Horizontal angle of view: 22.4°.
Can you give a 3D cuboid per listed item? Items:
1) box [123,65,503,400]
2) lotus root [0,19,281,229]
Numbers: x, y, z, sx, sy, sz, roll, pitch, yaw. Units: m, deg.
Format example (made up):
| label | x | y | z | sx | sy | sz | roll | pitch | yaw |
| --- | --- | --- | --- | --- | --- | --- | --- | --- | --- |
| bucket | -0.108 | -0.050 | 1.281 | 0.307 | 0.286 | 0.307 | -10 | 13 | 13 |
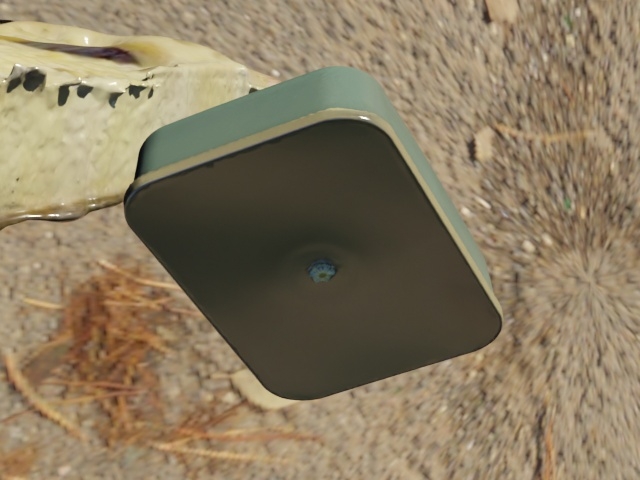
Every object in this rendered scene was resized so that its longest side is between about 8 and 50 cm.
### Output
| label | x | y | z | sx | sy | sz | roll | pitch | yaw |
| --- | --- | --- | --- | --- | --- | --- | --- | --- | --- |
| box | 0.000 | 0.000 | 0.527 | 0.091 | 0.126 | 0.031 | -19 | 46 | 18 |
| lotus root | -0.155 | -0.060 | 0.724 | 0.170 | 0.260 | 0.075 | 17 | 108 | 28 |
